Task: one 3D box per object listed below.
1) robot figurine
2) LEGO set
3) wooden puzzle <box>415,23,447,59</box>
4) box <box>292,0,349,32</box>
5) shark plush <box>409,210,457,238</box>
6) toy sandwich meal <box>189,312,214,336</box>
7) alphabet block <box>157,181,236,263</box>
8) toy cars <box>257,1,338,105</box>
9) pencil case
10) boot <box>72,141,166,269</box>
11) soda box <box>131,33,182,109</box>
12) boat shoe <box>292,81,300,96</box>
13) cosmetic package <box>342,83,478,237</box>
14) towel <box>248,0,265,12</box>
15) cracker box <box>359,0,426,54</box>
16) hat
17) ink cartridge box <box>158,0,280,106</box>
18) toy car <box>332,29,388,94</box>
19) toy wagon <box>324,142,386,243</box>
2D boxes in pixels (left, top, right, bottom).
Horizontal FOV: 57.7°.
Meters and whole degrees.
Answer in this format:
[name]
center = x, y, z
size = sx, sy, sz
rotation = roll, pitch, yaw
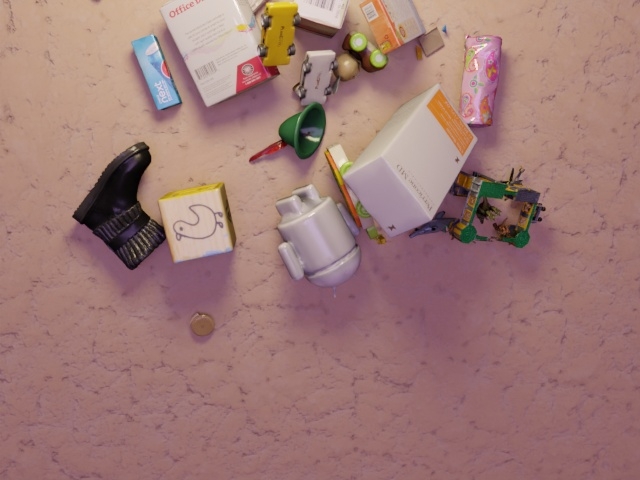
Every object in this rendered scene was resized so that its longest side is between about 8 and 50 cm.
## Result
[robot figurine]
center = 0.000, 0.000, 1.832
size = 0.300, 0.200, 0.353
rotation = -35, 104, -27
[LEGO set]
center = 0.533, -0.111, 1.881
size = 0.332, 0.192, 0.254
rotation = -3, 112, -21
[wooden puzzle]
center = 0.345, -0.621, 1.814
size = 0.116, 0.014, 0.078
rotation = -27, 128, -1
[box]
center = -0.006, -0.675, 1.669
size = 0.149, 0.232, 0.126
rotation = 15, 101, -8
[shark plush]
center = 0.370, -0.050, 1.921
size = 0.162, 0.067, 0.073
rotation = -9, 103, -3
[toy sandwich meal]
center = -0.398, 0.281, 1.946
size = 0.086, 0.029, 0.085
rotation = -2, 104, -9
[alphabet block]
center = -0.374, -0.060, 1.790
size = 0.193, 0.193, 0.197
rotation = -13, 103, -4
[toy cars]
center = -0.069, -0.534, 1.648
size = 0.177, 0.087, 0.394
rotation = -32, 147, 16
[pencil case]
center = 0.494, -0.497, 1.815
size = 0.124, 0.124, 0.283
rotation = 2, 101, -6
[boot]
center = -0.564, -0.104, 1.791
size = 0.260, 0.131, 0.348
rotation = 41, 106, -5
[soda box]
center = -0.491, -0.504, 1.748
size = 0.071, 0.067, 0.209
rotation = -20, 104, -1
[boat shoe]
center = -0.022, -0.493, 1.805
size = 0.135, 0.050, 0.045
rotation = -33, 116, 4
[cosmetic package]
center = 0.274, -0.241, 1.682
size = 0.162, 0.453, 0.230
rotation = -25, 111, 45
[towel]
center = -0.249, -0.817, 1.696
size = 0.187, 0.049, 0.282
rotation = -41, 102, 16
[cracker box]
center = 0.216, -0.649, 1.702
size = 0.067, 0.232, 0.155
rotation = -19, 106, 37
[hat]
center = -0.111, -0.351, 1.811
size = 0.184, 0.208, 0.172
rotation = 19, 144, 25
[ink cartridge box]
center = -0.287, -0.577, 1.691
size = 0.226, 0.131, 0.306
rotation = -19, 103, 18
[toy car]
center = 0.098, -0.522, 1.760
size = 0.149, 0.155, 0.188
rotation = 36, 106, -11
[toy wagon]
center = 0.108, -0.133, 1.778
size = 0.068, 0.267, 0.344
rotation = -23, 103, 2
